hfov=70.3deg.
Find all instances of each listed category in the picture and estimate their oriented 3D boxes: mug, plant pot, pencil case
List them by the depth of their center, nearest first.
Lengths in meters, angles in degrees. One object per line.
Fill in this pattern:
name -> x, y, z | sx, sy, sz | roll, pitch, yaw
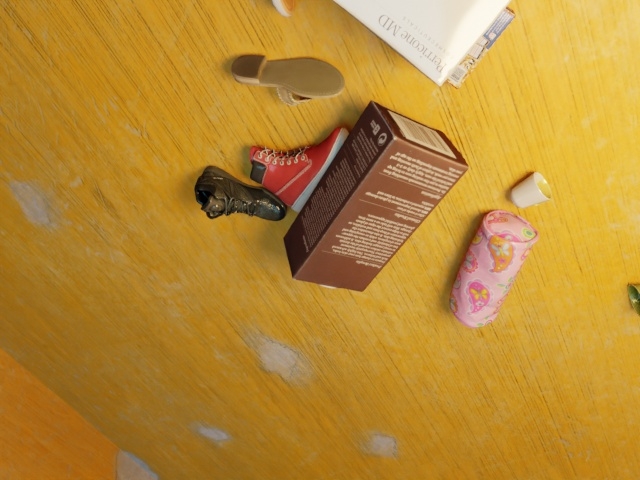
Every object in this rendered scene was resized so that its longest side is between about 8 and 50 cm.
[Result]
mug -> 0.430, -0.091, 0.929 | 0.078, 0.062, 0.064 | 46, 134, -11
plant pot -> 0.734, 0.125, 0.992 | 0.079, 0.083, 0.083 | -18, 120, 15
pencil case -> 0.384, 0.071, 1.033 | 0.124, 0.124, 0.284 | 13, 130, 8

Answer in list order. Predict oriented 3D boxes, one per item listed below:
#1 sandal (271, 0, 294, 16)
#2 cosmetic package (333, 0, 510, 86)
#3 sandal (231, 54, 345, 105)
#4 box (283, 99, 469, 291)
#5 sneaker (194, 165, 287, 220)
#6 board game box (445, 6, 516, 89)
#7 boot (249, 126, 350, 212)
sandal -> -0.074, -0.513, 0.743 | 0.076, 0.102, 0.265 | -7, 132, 21
cosmetic package -> 0.208, -0.441, 0.624 | 0.217, 0.156, 0.385 | 33, 116, -9
sandal -> -0.059, -0.312, 0.916 | 0.240, 0.088, 0.079 | 15, 161, 14
box -> 0.096, -0.069, 0.938 | 0.191, 0.143, 0.381 | 14, 128, -30
sneaker -> -0.197, -0.085, 1.083 | 0.227, 0.130, 0.087 | 26, 131, -6
board game box -> 0.207, -0.379, 0.784 | 0.193, 0.045, 0.147 | 32, 129, -8
boot -> -0.059, -0.184, 0.993 | 0.176, 0.088, 0.244 | 35, 132, -9
